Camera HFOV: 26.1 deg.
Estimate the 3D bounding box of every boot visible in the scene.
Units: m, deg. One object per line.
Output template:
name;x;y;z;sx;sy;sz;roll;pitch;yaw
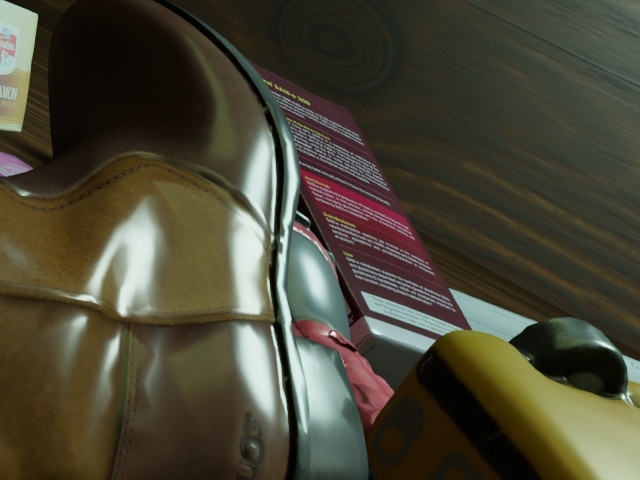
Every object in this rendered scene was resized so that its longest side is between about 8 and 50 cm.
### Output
boot;-0.123;-0.017;0.451;0.280;0.096;0.264;19;50;-49

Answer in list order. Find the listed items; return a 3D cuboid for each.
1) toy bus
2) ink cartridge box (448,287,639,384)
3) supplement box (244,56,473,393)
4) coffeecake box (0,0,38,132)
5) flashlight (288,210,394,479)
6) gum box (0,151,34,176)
toy bus;0.146;0.132;0.453;0.333;0.130;0.108;20;22;-39
ink cartridge box;0.220;0.133;1.009;0.324;0.071;0.330;22;7;7
supplement box;0.000;0.000;0.847;0.130;0.073;0.239;23;32;-46
coffeecake box;-0.255;-0.101;0.679;0.186;0.068;0.142;9;2;9
flashlight;0.007;0.063;0.614;0.103;0.103;0.304;26;6;-31
gum box;-0.160;-0.002;0.580;0.107;0.062;0.188;32;7;27
